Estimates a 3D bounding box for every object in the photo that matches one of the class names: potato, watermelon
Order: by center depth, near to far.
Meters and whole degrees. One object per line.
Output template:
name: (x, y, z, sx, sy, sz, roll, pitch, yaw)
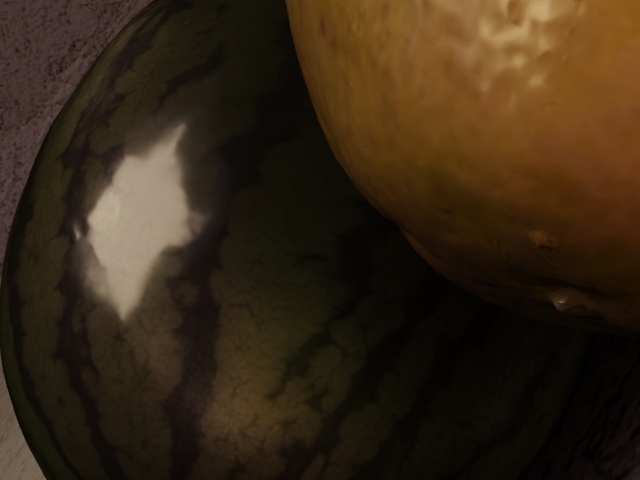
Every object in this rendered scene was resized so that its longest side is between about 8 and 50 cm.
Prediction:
potato: (0.060, -0.126, 0.547, 0.397, 0.290, 0.296, 12, 76, 46)
watermelon: (0.000, 0.000, 0.751, 0.279, 0.279, 0.359, -42, 15, 46)
